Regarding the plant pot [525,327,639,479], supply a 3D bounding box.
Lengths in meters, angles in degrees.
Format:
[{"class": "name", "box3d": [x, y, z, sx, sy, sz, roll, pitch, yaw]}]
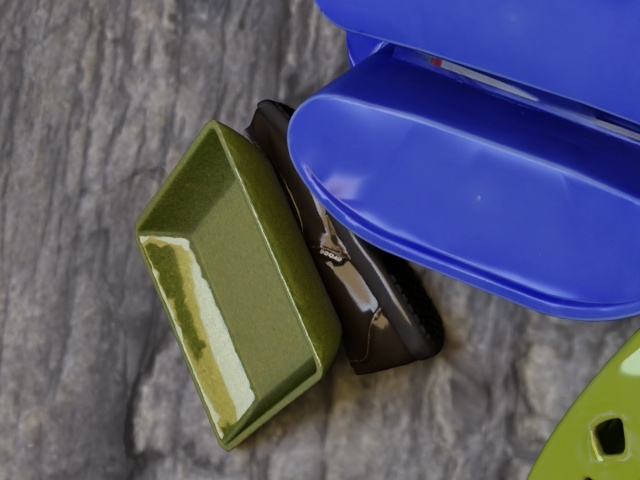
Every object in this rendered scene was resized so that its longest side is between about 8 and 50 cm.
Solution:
[{"class": "plant pot", "box3d": [0.224, 0.181, 0.825, 0.207, 0.227, 0.228, -47, 71, 19]}]

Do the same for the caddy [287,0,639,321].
[{"class": "caddy", "box3d": [0.143, -0.098, 0.896, 0.341, 0.179, 0.241, 23, 121, 27]}]

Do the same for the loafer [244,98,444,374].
[{"class": "loafer", "box3d": [0.000, 0.000, 1.002, 0.078, 0.080, 0.220, -34, 74, 16]}]

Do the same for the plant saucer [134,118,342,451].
[{"class": "plant saucer", "box3d": [-0.053, 0.033, 1.001, 0.188, 0.045, 0.188, -44, 65, 56]}]
